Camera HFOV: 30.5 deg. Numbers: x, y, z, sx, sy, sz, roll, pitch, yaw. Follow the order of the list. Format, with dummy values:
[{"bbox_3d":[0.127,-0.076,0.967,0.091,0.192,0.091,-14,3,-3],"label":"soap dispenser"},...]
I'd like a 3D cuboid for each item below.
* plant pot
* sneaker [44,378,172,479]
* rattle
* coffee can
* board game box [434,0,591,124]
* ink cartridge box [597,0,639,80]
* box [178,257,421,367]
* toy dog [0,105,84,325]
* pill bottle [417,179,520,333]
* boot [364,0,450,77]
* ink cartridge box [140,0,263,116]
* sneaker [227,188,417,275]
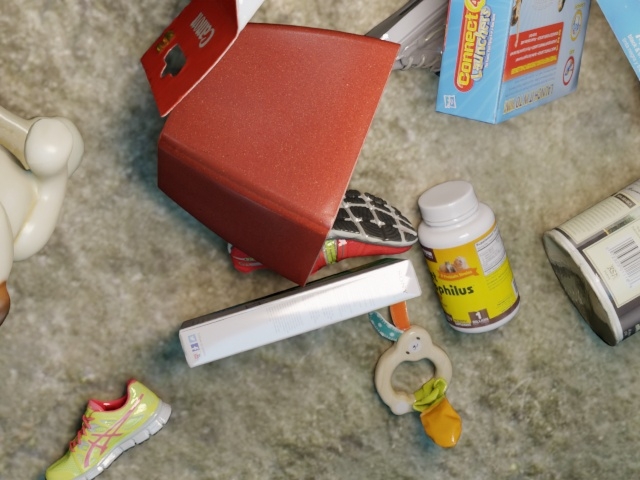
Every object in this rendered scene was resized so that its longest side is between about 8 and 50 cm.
[{"bbox_3d":[-0.069,-0.131,1.506,0.236,0.267,0.267,22,72,-1],"label":"plant pot"},{"bbox_3d":[-0.327,0.280,1.726,0.208,0.081,0.094,-37,108,-6],"label":"sneaker"},{"bbox_3d":[0.142,0.198,1.781,0.130,0.142,0.199,-5,119,7],"label":"rattle"},{"bbox_3d":[0.504,0.005,1.761,0.275,0.201,0.201,-30,115,-1],"label":"coffee can"},{"bbox_3d":[0.270,-0.328,1.533,0.086,0.308,0.302,17,112,27],"label":"board game box"},{"bbox_3d":[0.528,-0.340,1.545,0.270,0.198,0.197,-32,74,29],"label":"ink cartridge box"},{"bbox_3d":[-0.035,0.095,1.634,0.322,0.232,0.058,-16,91,-6],"label":"box"},{"bbox_3d":[-0.472,-0.035,1.380,0.395,0.408,0.284,-43,114,4],"label":"toy dog"},{"bbox_3d":[0.215,0.023,1.739,0.117,0.117,0.215,-24,114,-5],"label":"pill bottle"},{"bbox_3d":[0.142,-0.262,1.621,0.258,0.095,0.123,-39,108,1],"label":"boot"},{"bbox_3d":[-0.113,-0.354,1.406,0.091,0.308,0.385,37,99,-24],"label":"ink cartridge box"},{"bbox_3d":[0.000,0.000,1.701,0.279,0.107,0.118,0,132,-15],"label":"sneaker"}]
